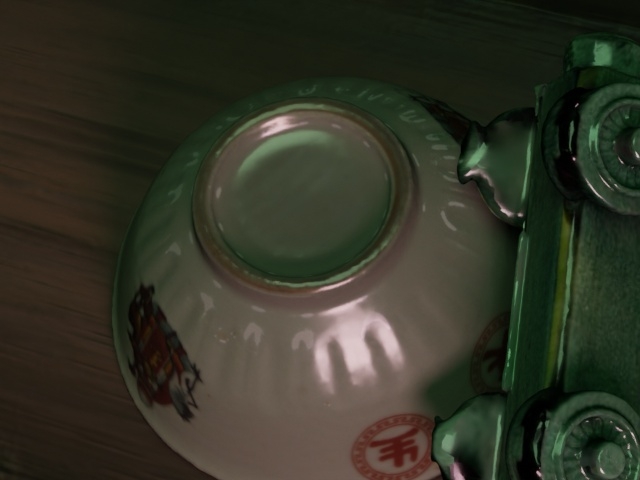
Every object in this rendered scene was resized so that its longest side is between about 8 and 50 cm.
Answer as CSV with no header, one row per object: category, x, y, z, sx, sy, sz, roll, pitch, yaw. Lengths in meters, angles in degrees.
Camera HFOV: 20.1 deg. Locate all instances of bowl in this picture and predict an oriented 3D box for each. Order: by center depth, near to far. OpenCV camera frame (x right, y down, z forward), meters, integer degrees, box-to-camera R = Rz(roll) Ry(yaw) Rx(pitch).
bowl,0.000,0.000,1.254,0.337,0.157,0.337,-4,64,7

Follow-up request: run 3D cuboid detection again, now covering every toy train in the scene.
toy train,0.206,0.057,1.171,0.237,0.150,0.369,14,77,-28
